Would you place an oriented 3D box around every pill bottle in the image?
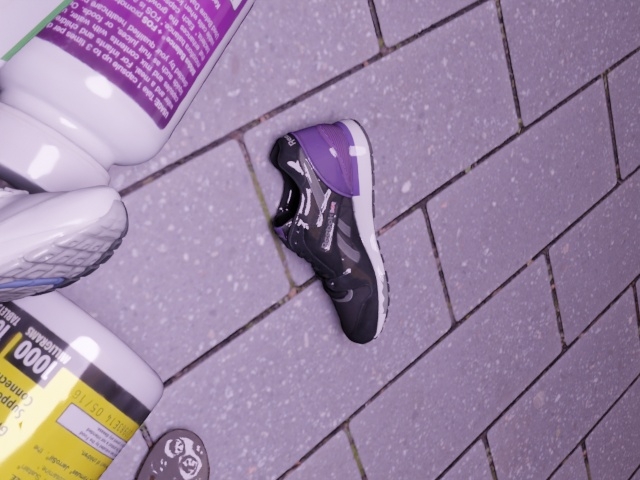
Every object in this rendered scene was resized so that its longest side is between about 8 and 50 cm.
[{"bbox_3d":[-0.183,-0.175,0.678,0.169,0.169,0.301,40,72,-38],"label":"pill bottle"},{"bbox_3d":[-0.305,0.201,0.640,0.334,0.188,0.188,-53,127,-20],"label":"pill bottle"}]

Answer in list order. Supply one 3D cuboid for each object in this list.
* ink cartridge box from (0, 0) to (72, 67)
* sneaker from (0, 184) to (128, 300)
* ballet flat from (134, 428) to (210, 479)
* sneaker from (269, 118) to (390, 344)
[{"bbox_3d":[-0.295,-0.168,0.560,0.153,0.208,0.087,-52,130,-19],"label":"ink cartridge box"},{"bbox_3d":[-0.290,-0.008,0.569,0.111,0.297,0.129,39,40,-78],"label":"sneaker"},{"bbox_3d":[-0.178,0.337,0.869,0.084,0.058,0.250,7,89,-6],"label":"ballet flat"},{"bbox_3d":[0.000,0.000,0.934,0.124,0.107,0.283,-15,105,-22],"label":"sneaker"}]
